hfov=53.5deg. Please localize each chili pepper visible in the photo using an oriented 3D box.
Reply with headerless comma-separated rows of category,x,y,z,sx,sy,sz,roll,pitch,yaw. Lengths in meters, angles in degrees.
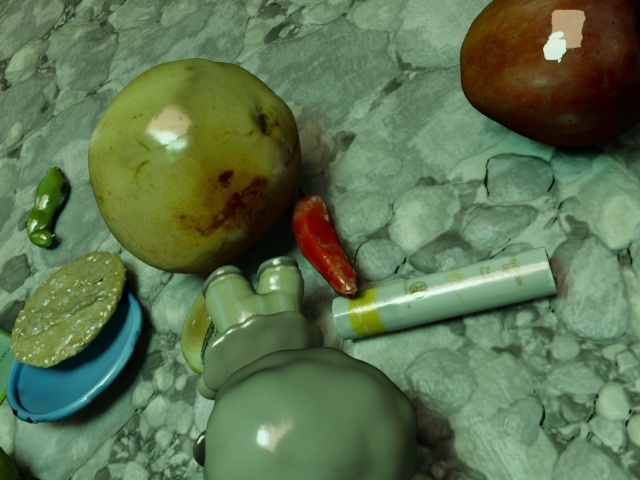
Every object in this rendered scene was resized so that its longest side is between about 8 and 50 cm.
chili pepper,0.000,0.000,0.871,0.063,0.071,0.272,-35,40,8

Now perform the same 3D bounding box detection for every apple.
apple,0.293,-0.217,0.769,0.234,0.234,0.234,-14,54,20

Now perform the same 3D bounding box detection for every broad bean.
broad bean,-0.524,-0.070,1.223,0.070,0.048,0.213,-25,51,17

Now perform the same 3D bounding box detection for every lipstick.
lipstick,0.145,0.066,0.764,0.264,0.059,0.059,-16,54,19

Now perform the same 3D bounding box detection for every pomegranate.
pomegranate,-0.186,-0.104,0.910,0.319,0.319,0.319,-14,54,20

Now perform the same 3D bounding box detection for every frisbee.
frisbee,-0.371,0.174,0.978,0.242,0.045,0.242,-16,43,16

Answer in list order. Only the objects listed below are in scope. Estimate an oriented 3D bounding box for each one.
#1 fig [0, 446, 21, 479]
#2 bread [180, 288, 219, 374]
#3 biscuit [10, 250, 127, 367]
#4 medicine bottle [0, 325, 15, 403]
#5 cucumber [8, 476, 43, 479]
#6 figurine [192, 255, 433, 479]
fig,-0.490,0.400,0.833,0.233,0.314,0.233,-26,9,4
bread,-0.146,0.124,0.868,0.094,0.083,0.157,-28,40,18
biscuit,-0.398,0.105,1.008,0.220,0.033,0.220,-18,44,18
medicine bottle,-0.621,0.176,1.059,0.250,0.141,0.137,17,73,36
cucumber,-0.350,0.388,0.757,0.130,0.191,0.191,12,66,35
figurine,-0.029,0.169,0.692,0.203,0.248,0.380,-66,34,33
